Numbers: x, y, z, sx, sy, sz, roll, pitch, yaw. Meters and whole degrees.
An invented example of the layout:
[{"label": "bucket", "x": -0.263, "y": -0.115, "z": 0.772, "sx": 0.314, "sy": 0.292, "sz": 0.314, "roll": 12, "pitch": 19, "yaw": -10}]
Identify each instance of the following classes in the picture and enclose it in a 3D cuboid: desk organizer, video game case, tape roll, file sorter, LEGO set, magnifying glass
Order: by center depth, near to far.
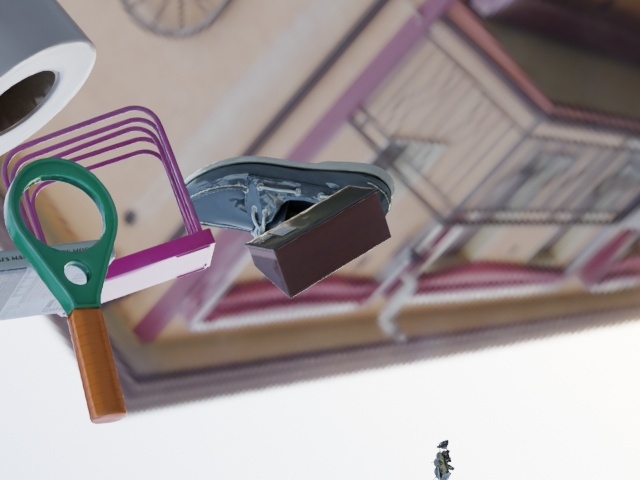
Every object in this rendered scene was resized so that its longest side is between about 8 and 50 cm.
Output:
[{"label": "magnifying glass", "x": -0.192, "y": 0.035, "z": 1.133, "sx": 0.092, "sy": 0.026, "sz": 0.231, "roll": -1, "pitch": -117, "yaw": -32}, {"label": "video game case", "x": -0.286, "y": 0.042, "z": 1.256, "sx": 0.173, "sy": 0.190, "sz": 0.022, "roll": -8, "pitch": -103, "yaw": -23}, {"label": "desk organizer", "x": 0.000, "y": 0.000, "z": 1.302, "sx": 0.130, "sy": 0.047, "sz": 0.050, "roll": -30, "pitch": -67, "yaw": -31}, {"label": "LEGO set", "x": 0.121, "y": 0.226, "z": 1.445, "sx": 0.083, "sy": 0.023, "sz": 0.054, "roll": 70, "pitch": -165, "yaw": -53}, {"label": "file sorter", "x": -0.255, "y": -0.032, "z": 1.710, "sx": 0.290, "sy": 0.202, "sz": 0.182, "roll": 133, "pitch": 117, "yaw": -82}, {"label": "tape roll", "x": -0.424, "y": -0.226, "z": 1.760, "sx": 0.169, "sy": 0.246, "sz": 0.246, "roll": 50, "pitch": -157, "yaw": 8}]

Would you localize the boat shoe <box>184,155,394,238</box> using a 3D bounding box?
[{"label": "boat shoe", "x": -0.058, "y": -0.047, "z": 2.001, "sx": 0.116, "sy": 0.319, "sz": 0.099, "roll": 72, "pitch": -157, "yaw": -46}]
